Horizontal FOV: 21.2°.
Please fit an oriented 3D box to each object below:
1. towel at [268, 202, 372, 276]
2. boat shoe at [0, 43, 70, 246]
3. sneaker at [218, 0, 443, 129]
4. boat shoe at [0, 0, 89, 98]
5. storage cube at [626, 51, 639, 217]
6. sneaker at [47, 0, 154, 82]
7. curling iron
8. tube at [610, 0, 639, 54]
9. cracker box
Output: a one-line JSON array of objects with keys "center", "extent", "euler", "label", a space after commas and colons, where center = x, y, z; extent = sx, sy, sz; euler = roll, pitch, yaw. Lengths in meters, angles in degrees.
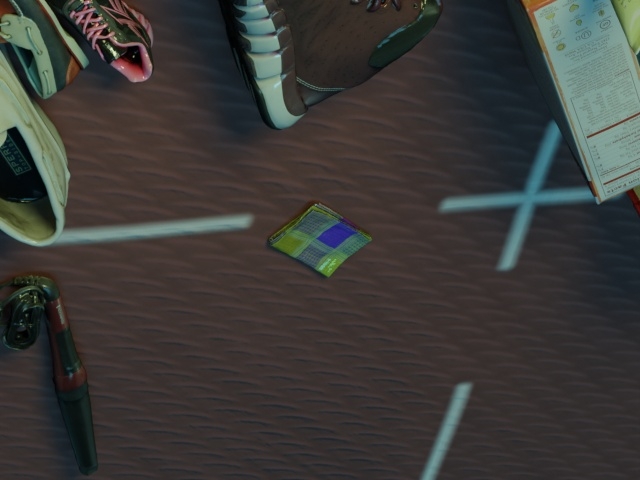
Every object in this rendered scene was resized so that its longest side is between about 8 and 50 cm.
[{"center": [0.000, 0.000, 1.486], "extent": [0.060, 0.009, 0.083], "euler": [-38, 137, 21], "label": "towel"}, {"center": [-0.257, -0.089, 1.219], "extent": [0.096, 0.088, 0.267], "euler": [-22, 141, 4], "label": "boat shoe"}, {"center": [0.004, -0.202, 1.200], "extent": [0.162, 0.106, 0.281], "euler": [-22, 151, -5], "label": "sneaker"}, {"center": [-0.208, -0.150, 1.195], "extent": [0.043, 0.049, 0.137], "euler": [-43, 145, -7], "label": "boat shoe"}, {"center": [0.354, -0.105, 1.370], "extent": [0.193, 0.184, 0.215], "euler": [-10, 140, -12], "label": "storage cube"}, {"center": [-0.155, -0.154, 1.212], "extent": [0.047, 0.057, 0.119], "euler": [-31, 138, 17], "label": "sneaker"}, {"center": [-0.235, 0.122, 1.513], "extent": [0.068, 0.035, 0.274], "euler": [-13, 140, -1], "label": "curling iron"}, {"center": [0.188, -0.233, 1.113], "extent": [0.062, 0.240, 0.070], "euler": [-22, 140, 7], "label": "tube"}, {"center": [0.182, -0.157, 1.264], "extent": [0.067, 0.156, 0.232], "euler": [-24, 141, 5], "label": "cracker box"}]
